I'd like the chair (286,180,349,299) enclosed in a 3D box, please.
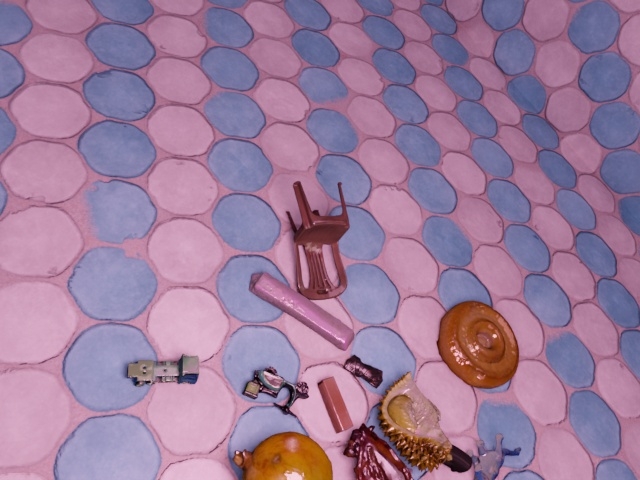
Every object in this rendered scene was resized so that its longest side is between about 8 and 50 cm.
[{"bbox_3d":[0.000,0.000,1.613,0.176,0.183,0.326,-3,61,-25],"label":"chair"}]

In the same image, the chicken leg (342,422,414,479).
[{"bbox_3d":[0.185,0.668,1.318,0.158,0.096,0.406,-8,70,-27],"label":"chicken leg"}]

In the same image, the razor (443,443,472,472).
[{"bbox_3d":[0.354,0.606,1.465,0.148,0.090,0.054,28,54,-10],"label":"razor"}]

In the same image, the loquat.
[{"bbox_3d":[-0.094,0.558,1.222,0.246,0.213,0.213,26,53,-5],"label":"loquat"}]

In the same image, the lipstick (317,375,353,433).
[{"bbox_3d":[0.040,0.457,1.437,0.045,0.045,0.145,-9,64,-32],"label":"lipstick"}]

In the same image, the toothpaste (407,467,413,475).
[{"bbox_3d":[0.179,0.612,1.418,0.170,0.028,0.045,32,52,-7],"label":"toothpaste"}]

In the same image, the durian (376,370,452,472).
[{"bbox_3d":[0.259,0.507,1.390,0.167,0.306,0.172,-36,111,-2],"label":"durian"}]

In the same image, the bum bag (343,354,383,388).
[{"bbox_3d":[0.130,0.386,1.529,0.125,0.034,0.057,31,67,-4],"label":"bum bag"}]

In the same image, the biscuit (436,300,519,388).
[{"bbox_3d":[0.529,0.338,1.705,0.297,0.102,0.296,11,59,-20],"label":"biscuit"}]

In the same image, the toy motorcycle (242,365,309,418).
[{"bbox_3d":[-0.114,0.405,1.392,0.173,0.058,0.100,26,61,-7],"label":"toy motorcycle"}]

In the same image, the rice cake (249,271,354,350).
[{"bbox_3d":[-0.054,0.206,1.541,0.365,0.056,0.072,34,51,-3],"label":"rice cake"}]

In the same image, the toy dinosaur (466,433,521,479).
[{"bbox_3d":[0.482,0.651,1.502,0.329,0.076,0.144,-27,107,-35],"label":"toy dinosaur"}]

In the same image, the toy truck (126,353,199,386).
[{"bbox_3d":[-0.391,0.322,1.297,0.175,0.081,0.067,5,57,-22],"label":"toy truck"}]
